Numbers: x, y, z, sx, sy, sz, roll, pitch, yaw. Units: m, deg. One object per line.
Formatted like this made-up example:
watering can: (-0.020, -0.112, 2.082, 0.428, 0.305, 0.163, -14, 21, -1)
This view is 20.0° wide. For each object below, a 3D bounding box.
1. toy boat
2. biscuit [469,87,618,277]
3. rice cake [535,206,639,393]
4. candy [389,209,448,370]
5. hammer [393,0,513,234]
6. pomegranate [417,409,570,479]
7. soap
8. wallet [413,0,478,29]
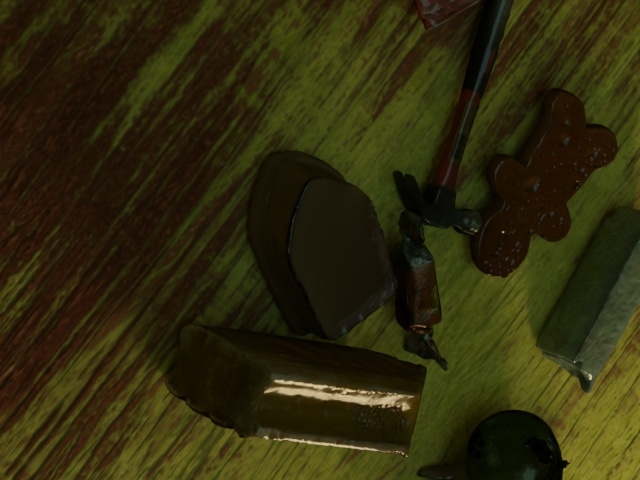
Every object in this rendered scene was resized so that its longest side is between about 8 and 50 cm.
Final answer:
toy boat: (0.000, 0.000, 1.722, 0.116, 0.061, 0.188, -36, 123, -20)
biscuit: (0.220, -0.054, 1.881, 0.138, 0.031, 0.205, 37, 83, -38)
rice cake: (0.307, 0.057, 1.963, 0.063, 0.069, 0.206, 32, 89, -41)
candy: (0.094, 0.052, 1.815, 0.046, 0.053, 0.182, -19, 117, -16)
hammer: (0.152, -0.149, 1.798, 0.111, 0.033, 0.287, 12, 98, -39)
pomegranate: (0.186, 0.243, 1.923, 0.162, 0.122, 0.122, -13, 119, 9)
soap: (0.002, 0.144, 1.713, 0.258, 0.160, 0.080, 10, 98, -39)
wallet: (0.104, -0.306, 1.701, 0.103, 0.020, 0.196, -34, 115, -22)
